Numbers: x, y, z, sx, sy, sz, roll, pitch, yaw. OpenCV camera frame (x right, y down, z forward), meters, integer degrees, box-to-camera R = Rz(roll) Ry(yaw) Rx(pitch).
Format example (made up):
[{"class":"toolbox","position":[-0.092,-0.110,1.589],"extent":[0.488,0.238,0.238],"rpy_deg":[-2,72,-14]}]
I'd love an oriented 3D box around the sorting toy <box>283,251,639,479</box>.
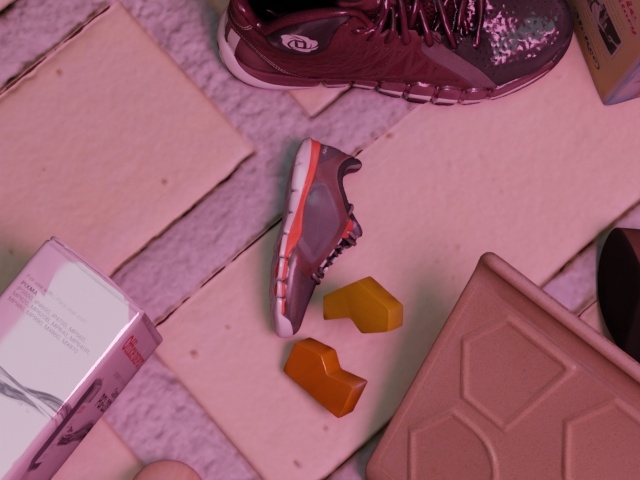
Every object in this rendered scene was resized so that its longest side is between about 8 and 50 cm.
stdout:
[{"class":"sorting toy","position":[0.118,0.123,1.138],"extent":[0.307,0.041,0.229],"rpy_deg":[39,122,24]}]

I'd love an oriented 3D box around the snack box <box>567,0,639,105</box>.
[{"class":"snack box","position":[0.203,-0.279,1.217],"extent":[0.060,0.187,0.322],"rpy_deg":[-19,81,-5]}]

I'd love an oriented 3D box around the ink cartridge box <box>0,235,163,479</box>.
[{"class":"ink cartridge box","position":[-0.217,0.117,1.144],"extent":[0.092,0.158,0.218],"rpy_deg":[36,81,6]}]

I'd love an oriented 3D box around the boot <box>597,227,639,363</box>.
[{"class":"boot","position":[0.292,0.101,1.135],"extent":[0.115,0.112,0.305],"rpy_deg":[3,41,-11]}]

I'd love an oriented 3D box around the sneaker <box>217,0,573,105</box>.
[{"class":"sneaker","position":[0.062,-0.167,1.204],"extent":[0.281,0.162,0.106],"rpy_deg":[-5,80,-3]}]

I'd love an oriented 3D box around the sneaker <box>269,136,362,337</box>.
[{"class":"sneaker","position":[0.000,0.000,1.226],"extent":[0.065,0.061,0.158],"rpy_deg":[12,80,-6]}]

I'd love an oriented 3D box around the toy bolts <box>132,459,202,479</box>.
[{"class":"toy bolts","position":[-0.061,0.259,1.164],"extent":[0.228,0.158,0.218],"rpy_deg":[22,120,-8]}]
